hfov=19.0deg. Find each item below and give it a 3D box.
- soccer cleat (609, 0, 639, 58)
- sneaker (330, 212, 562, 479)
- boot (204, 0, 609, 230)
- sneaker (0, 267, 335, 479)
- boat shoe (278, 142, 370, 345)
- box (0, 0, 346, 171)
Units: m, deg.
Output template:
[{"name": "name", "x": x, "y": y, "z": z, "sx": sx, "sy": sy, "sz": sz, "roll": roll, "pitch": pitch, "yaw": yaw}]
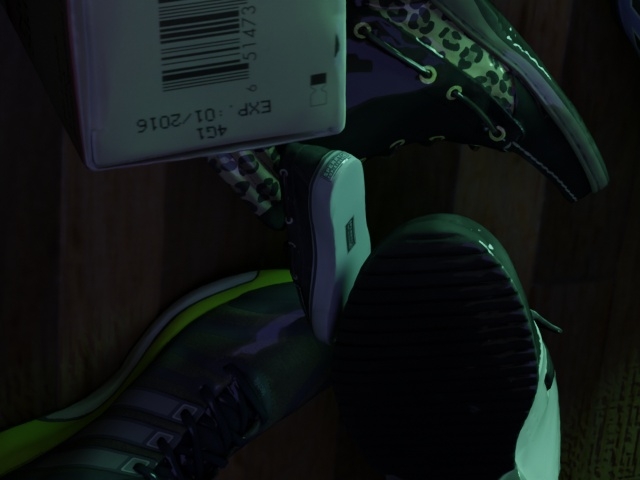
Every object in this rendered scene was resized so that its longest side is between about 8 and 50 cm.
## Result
[{"name": "soccer cleat", "x": 0.252, "y": -0.087, "z": 1.156, "sx": 0.109, "sy": 0.116, "sz": 0.318, "roll": -21, "pitch": 123, "yaw": -10}, {"name": "sneaker", "x": 0.086, "y": 0.084, "z": 1.172, "sx": 0.122, "sy": 0.146, "sz": 0.330, "roll": 1, "pitch": 135, "yaw": 13}, {"name": "boot", "x": 0.044, "y": -0.065, "z": 1.111, "sx": 0.178, "sy": 0.085, "sz": 0.236, "roll": -40, "pitch": 124, "yaw": 8}, {"name": "sneaker", "x": -0.093, "y": 0.132, "z": 1.135, "sx": 0.300, "sy": 0.121, "sz": 0.111, "roll": -37, "pitch": 124, "yaw": 0}, {"name": "boat shoe", "x": 0.000, "y": 0.000, "z": 1.070, "sx": 0.049, "sy": 0.040, "sz": 0.142, "roll": -49, "pitch": 152, "yaw": -37}, {"name": "box", "x": -0.083, "y": -0.153, "z": 0.916, "sx": 0.127, "sy": 0.232, "sz": 0.148, "roll": -11, "pitch": 120, "yaw": -16}]
